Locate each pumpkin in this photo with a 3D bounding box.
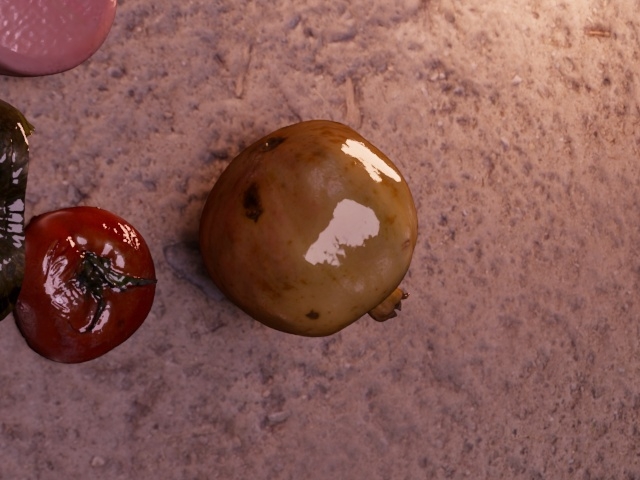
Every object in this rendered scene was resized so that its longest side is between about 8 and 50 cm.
[{"bbox_3d":[-0.453,-0.032,1.545,0.139,0.222,0.317,6,90,-37],"label":"pumpkin"}]

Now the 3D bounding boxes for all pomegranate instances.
[{"bbox_3d":[0.000,0.000,1.811,0.342,0.342,0.342,-2,94,-36],"label":"pomegranate"}]

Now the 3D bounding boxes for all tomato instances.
[{"bbox_3d":[-0.323,0.061,1.722,0.228,0.101,0.228,0,90,-35],"label":"tomato"}]

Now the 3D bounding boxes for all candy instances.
[{"bbox_3d":[-0.395,-0.332,1.647,0.255,0.094,0.255,-3,94,-36],"label":"candy"}]
